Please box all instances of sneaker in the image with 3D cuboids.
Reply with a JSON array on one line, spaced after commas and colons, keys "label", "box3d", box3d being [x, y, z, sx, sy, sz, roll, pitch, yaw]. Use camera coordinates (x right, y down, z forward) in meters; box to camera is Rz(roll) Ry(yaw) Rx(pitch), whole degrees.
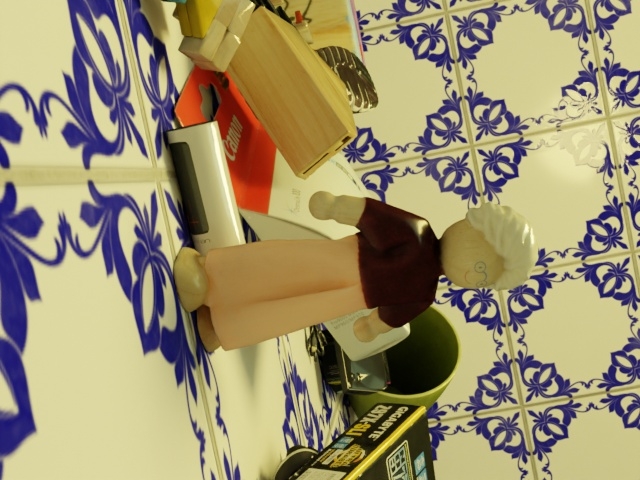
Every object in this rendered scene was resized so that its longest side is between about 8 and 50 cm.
[{"label": "sneaker", "box3d": [-0.026, 0.304, 1.125, 0.097, 0.084, 0.234, 54, -10, 33]}, {"label": "sneaker", "box3d": [-0.037, -0.235, 1.399, 0.281, 0.162, 0.106, 1, 70, -55]}]

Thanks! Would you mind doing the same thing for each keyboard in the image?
[{"label": "keyboard", "box3d": [0.032, 0.136, 1.671, 0.201, 0.033, 0.317, 14, 58, -43]}]

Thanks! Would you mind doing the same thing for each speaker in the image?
[{"label": "speaker", "box3d": [-0.117, -0.053, 0.913, 0.055, 0.055, 0.136, -73, 152, -77]}]

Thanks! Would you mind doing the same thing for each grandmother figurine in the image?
[{"label": "grandmother figurine", "box3d": [0.043, 0.035, 0.874, 0.208, 0.342, 0.104, 70, 11, -54]}]

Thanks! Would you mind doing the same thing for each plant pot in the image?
[{"label": "plant pot", "box3d": [0.165, 0.322, 2.047, 0.293, 0.275, 0.275, 95, -8, -49]}]

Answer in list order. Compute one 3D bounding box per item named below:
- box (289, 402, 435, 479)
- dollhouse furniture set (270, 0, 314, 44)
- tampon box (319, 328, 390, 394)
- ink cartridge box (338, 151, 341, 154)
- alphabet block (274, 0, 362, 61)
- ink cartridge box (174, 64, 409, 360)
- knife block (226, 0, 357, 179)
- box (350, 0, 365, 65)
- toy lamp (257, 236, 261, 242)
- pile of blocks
[{"label": "box", "box3d": [0.059, 0.390, 1.043, 0.257, 0.079, 0.322, -27, 112, -56]}, {"label": "dollhouse furniture set", "box3d": [-0.101, -0.415, 1.344, 0.262, 0.135, 0.259, 51, 28, -77]}, {"label": "tampon box", "box3d": [0.070, 0.241, 1.795, 0.161, 0.120, 0.101, 64, 16, -67]}, {"label": "ink cartridge box", "box3d": [-0.003, -0.177, 1.979, 0.237, 0.100, 0.172, -88, 166, -68]}, {"label": "alphabet block", "box3d": [-0.033, -0.358, 1.586, 0.193, 0.197, 0.192, 71, 9, -54]}, {"label": "ink cartridge box", "box3d": [-0.025, -0.076, 1.136, 0.385, 0.091, 0.308, 56, 15, -22]}, {"label": "knife block", "box3d": [-0.072, -0.230, 1.115, 0.242, 0.088, 0.275, 42, 19, -23]}, {"label": "box", "box3d": [-0.018, -0.390, 1.763, 0.057, 0.201, 0.293, 70, 11, -53]}, {"label": "toy lamp", "box3d": [-0.068, 0.001, 1.167, 0.274, 0.080, 0.080, -92, 169, -56]}, {"label": "pile of blocks", "box3d": [-0.167, -0.356, 0.910, 0.112, 0.149, 0.362, 18, -60, 46]}]
